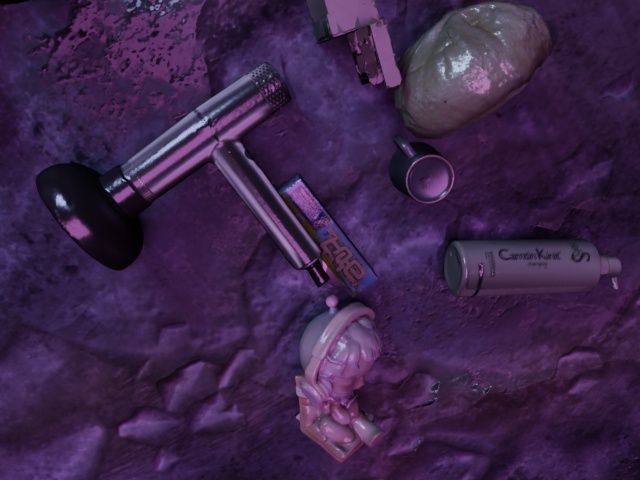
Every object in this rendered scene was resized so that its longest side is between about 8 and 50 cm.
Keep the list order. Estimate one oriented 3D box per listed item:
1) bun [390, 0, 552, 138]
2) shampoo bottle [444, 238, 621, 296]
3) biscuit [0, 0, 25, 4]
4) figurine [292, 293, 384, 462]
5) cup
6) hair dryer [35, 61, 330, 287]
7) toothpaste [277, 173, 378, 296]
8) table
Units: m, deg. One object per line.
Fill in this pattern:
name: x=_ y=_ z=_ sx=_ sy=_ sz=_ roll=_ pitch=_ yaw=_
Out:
bun: x=0.172 y=-0.215 z=0.620 sx=0.195 sy=0.195 sz=0.118 roll=-34 pitch=103 yaw=6
shampoo bottle: x=0.326 y=0.040 z=0.775 sx=0.263 sy=0.085 sz=0.085 roll=-1 pitch=109 yaw=-6
biscuit: x=-0.357 y=-0.369 z=0.534 sx=0.063 sy=0.151 sz=0.235 roll=-9 pitch=113 yaw=37
figurine: x=0.034 y=0.197 z=0.769 sx=0.141 sy=0.163 sz=0.236 roll=18 pitch=111 yaw=33
cup: x=0.135 y=-0.102 z=0.710 sx=0.078 sy=0.077 sz=0.100 roll=-37 pitch=108 yaw=7
hair dryer: x=-0.140 y=-0.038 z=0.639 sx=0.320 sy=0.155 sz=0.284 roll=-28 pitch=78 yaw=-1
toothpaste: x=0.000 y=0.000 z=0.749 sx=0.070 sy=0.044 sz=0.193 roll=-36 pitch=109 yaw=7
table: x=0.029 y=-0.261 z=0.606 sx=0.063 sy=0.146 sz=0.175 roll=-19 pitch=109 yaw=0
